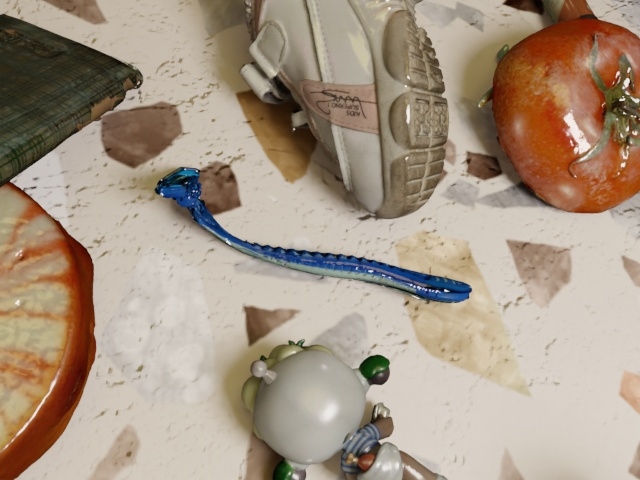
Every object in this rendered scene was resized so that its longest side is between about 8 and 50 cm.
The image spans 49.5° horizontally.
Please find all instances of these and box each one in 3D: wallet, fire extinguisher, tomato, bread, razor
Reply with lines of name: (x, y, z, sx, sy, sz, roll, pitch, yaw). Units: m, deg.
wallet: (-0.301, -0.122, 0.611, 0.169, 0.044, 0.317, 22, 35, 2)
fire extinguisher: (0.311, -0.323, 0.905, 0.050, 0.062, 0.177, -27, 61, 20)
tomato: (0.313, -0.149, 0.781, 0.237, 0.095, 0.236, 5, 77, -22)
bread: (-0.348, 0.080, 0.543, 0.328, 0.114, 0.295, -3, 65, -16)
razor: (-0.005, 0.011, 0.690, 0.324, 0.093, 0.056, 21, 103, -6)

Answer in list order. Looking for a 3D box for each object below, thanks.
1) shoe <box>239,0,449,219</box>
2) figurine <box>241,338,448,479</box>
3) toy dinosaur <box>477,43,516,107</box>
shoe: (0.019, -0.190, 0.735, 0.198, 0.172, 0.350, -9, 84, 23)
figurine: (0.018, 0.165, 0.600, 0.197, 0.093, 0.147, 40, 86, -1)
toy dinosaur: (0.258, -0.187, 0.841, 0.106, 0.044, 0.187, 38, 49, -10)
